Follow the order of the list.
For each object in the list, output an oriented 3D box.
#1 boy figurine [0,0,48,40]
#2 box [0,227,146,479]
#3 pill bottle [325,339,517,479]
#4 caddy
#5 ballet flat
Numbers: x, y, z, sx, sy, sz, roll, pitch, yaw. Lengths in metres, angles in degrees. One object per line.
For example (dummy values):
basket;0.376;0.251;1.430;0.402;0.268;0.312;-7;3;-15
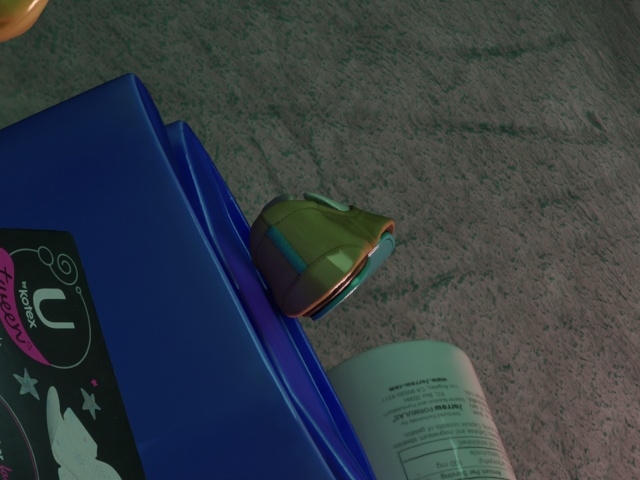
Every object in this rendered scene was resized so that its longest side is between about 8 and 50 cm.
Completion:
boy figurine;-0.281;-0.186;1.219;0.285;0.092;0.177;25;36;-40
box;-0.178;0.136;0.914;0.142;0.163;0.247;4;64;-57
pill bottle;0.074;0.194;1.319;0.131;0.131;0.229;19;44;-49
caddy;-0.108;0.075;1.116;0.341;0.179;0.241;62;5;15
ballet flat;0.000;0.000;1.190;0.073;0.080;0.232;46;2;2
